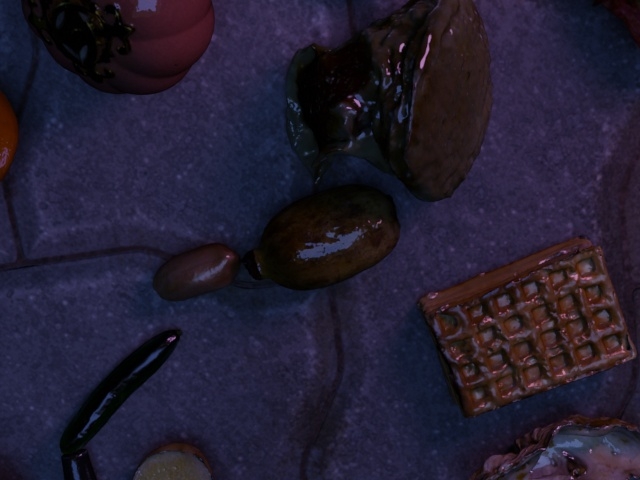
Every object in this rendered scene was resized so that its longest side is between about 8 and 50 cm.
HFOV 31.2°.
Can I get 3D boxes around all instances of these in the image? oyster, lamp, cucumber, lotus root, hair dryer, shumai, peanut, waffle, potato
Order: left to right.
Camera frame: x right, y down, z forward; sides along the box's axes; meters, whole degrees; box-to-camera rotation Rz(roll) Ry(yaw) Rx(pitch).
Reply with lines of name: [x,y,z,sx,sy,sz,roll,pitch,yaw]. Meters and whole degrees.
hair dryer: [-0.446,0.483,1.863,0.091,0.271,0.236,-7,97,39]
cucumber: [-0.335,0.246,1.897,0.056,0.056,0.284,43,95,-11]
lamp: [-0.283,-0.362,1.656,0.305,0.239,0.305,22,137,22]
potato: [-0.235,0.433,1.933,0.164,0.081,0.200,-2,101,7]
peanut: [-0.199,0.052,1.843,0.152,0.076,0.076,-20,103,10]
lotus root: [0.000,0.000,1.809,0.260,0.128,0.145,-20,90,-2]
shumai: [0.084,-0.233,1.739,0.288,0.292,0.330,13,94,34]
waffle: [0.333,0.142,1.873,0.308,0.091,0.213,-22,103,2]
oyster: [0.397,0.371,1.922,0.341,0.110,0.166,-22,109,1]

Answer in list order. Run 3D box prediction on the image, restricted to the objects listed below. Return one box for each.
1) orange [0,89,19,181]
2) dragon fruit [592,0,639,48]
orange: [-0.572,-0.161,1.729,0.240,0.171,0.240,0,108,0]
dragon fruit: [0.536,-0.386,1.678,0.237,0.231,0.303,-22,108,-2]
